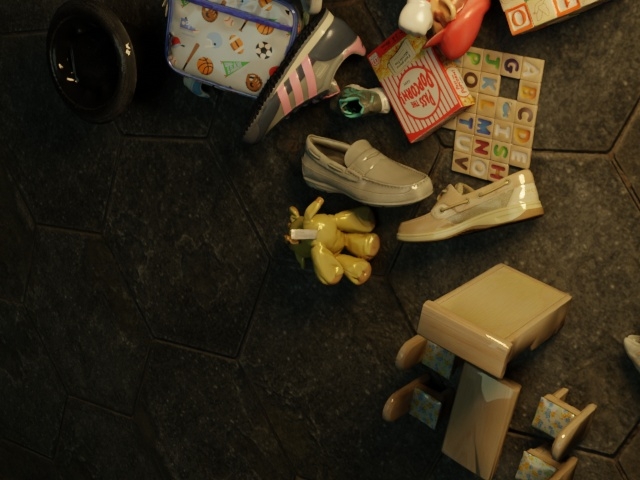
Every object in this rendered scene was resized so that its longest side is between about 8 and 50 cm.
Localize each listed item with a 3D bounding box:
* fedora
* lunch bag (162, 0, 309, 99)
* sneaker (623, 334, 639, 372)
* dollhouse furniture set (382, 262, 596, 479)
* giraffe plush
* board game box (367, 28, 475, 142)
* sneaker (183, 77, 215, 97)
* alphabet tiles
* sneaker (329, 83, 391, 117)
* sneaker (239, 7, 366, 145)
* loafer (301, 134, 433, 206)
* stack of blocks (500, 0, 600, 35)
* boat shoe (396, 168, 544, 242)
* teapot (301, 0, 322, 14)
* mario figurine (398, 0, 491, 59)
[{"bbox_3d":[-0.521,-0.443,2.207,0.334,0.152,0.334,16,115,37],"label":"fedora"},{"bbox_3d":[-0.183,-0.439,1.875,0.303,0.115,0.243,19,121,9],"label":"lunch bag"},{"bbox_3d":[0.592,0.136,1.466,0.121,0.099,0.262,52,131,21],"label":"sneaker"},{"bbox_3d":[0.294,0.279,1.669,0.362,0.256,0.394,28,122,32],"label":"dollhouse furniture set"},{"bbox_3d":[0.000,0.000,1.907,0.170,0.210,0.182,4,77,65],"label":"giraffe plush"},{"bbox_3d":[0.187,-0.303,1.692,0.146,0.045,0.194,-34,79,47],"label":"board game box"},{"bbox_3d":[-0.233,-0.427,2.016,0.086,0.085,0.237,30,124,3],"label":"sneaker"},{"bbox_3d":[0.303,-0.228,1.649,0.198,0.009,0.237,20,117,35],"label":"alphabet tiles"},{"bbox_3d":[0.062,-0.273,1.789,0.166,0.076,0.065,6,114,54],"label":"sneaker"},{"bbox_3d":[-0.036,-0.297,1.796,0.131,0.112,0.319,31,113,-20],"label":"sneaker"},{"bbox_3d":[0.084,-0.143,1.805,0.319,0.112,0.112,15,123,38],"label":"loafer"},{"bbox_3d":[0.418,-0.456,1.409,0.297,0.087,0.171,-17,94,44],"label":"stack of blocks"},{"bbox_3d":[0.268,-0.060,1.680,0.302,0.109,0.098,-14,87,41],"label":"boat shoe"},{"bbox_3d":[0.002,-0.540,1.631,0.252,0.256,0.187,-14,79,30],"label":"teapot"},{"bbox_3d":[0.160,-0.455,1.559,0.321,0.198,0.170,61,157,-15],"label":"mario figurine"}]
